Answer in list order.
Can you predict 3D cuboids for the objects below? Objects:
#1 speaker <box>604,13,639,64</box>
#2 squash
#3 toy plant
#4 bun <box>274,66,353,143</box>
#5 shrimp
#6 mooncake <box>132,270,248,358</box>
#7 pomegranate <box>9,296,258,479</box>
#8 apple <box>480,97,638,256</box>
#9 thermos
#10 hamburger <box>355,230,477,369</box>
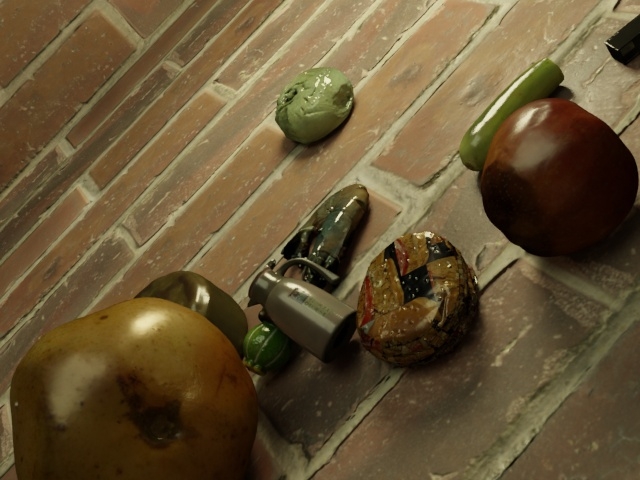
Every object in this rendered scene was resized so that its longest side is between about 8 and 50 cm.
[{"bbox_3d":[0.592,-0.388,1.380,0.191,0.040,0.046,-39,35,8],"label":"speaker"},{"bbox_3d":[0.342,-0.225,1.442,0.250,0.083,0.083,-48,34,-11],"label":"squash"},{"bbox_3d":[-0.083,0.171,1.451,0.092,0.093,0.162,11,62,51],"label":"toy plant"},{"bbox_3d":[-0.021,-0.334,1.901,0.221,0.108,0.221,-27,38,23],"label":"bun"},{"bbox_3d":[-0.005,-0.006,1.579,0.178,0.075,0.289,-16,44,47],"label":"shrimp"},{"bbox_3d":[-0.297,0.199,1.591,0.284,0.155,0.284,-27,40,25],"label":"mooncake"},{"bbox_3d":[-0.310,0.301,1.285,0.416,0.416,0.417,-27,38,24],"label":"pomegranate"},{"bbox_3d":[0.340,-0.091,1.173,0.230,0.230,0.230,-27,38,24],"label":"apple"},{"bbox_3d":[-0.029,0.105,1.376,0.193,0.105,0.137,32,82,23],"label":"thermos"},{"bbox_3d":[0.148,0.098,1.281,0.231,0.107,0.231,-21,47,24],"label":"hamburger"}]
